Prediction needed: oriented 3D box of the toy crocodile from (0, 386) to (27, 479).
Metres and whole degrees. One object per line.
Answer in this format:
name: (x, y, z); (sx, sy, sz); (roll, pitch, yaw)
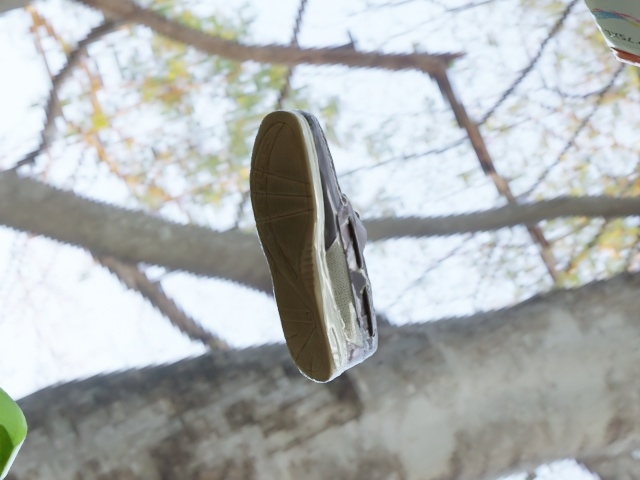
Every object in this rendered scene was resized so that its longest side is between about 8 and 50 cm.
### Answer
toy crocodile: (-0.351, 0.122, 1.191); (0.105, 0.340, 0.115); (42, -79, 31)

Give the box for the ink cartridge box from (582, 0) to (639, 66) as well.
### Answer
ink cartridge box: (0.292, -0.197, 1.369); (0.134, 0.078, 0.231); (22, -14, 38)

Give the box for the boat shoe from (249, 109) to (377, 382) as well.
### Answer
boat shoe: (0.000, 0.000, 1.725); (0.103, 0.092, 0.285); (3, -73, 50)
